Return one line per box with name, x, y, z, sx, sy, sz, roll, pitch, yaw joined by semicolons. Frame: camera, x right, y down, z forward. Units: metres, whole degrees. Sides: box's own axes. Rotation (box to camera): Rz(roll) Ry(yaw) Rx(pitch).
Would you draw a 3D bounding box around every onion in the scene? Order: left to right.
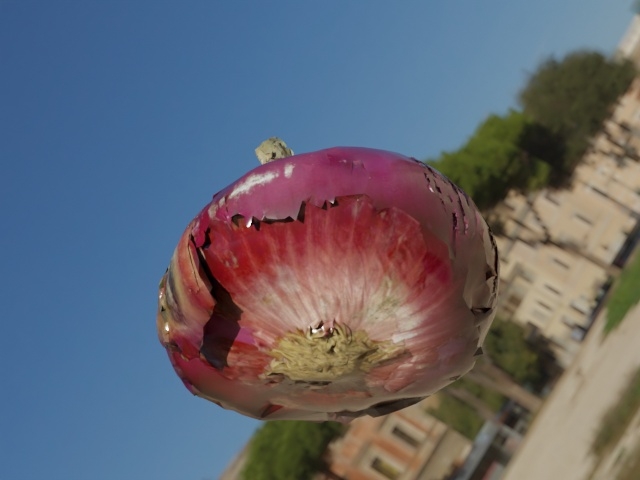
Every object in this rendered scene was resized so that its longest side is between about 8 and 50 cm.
onion;0.000;0.000;0.622;0.150;0.150;0.140;110;160;-45
